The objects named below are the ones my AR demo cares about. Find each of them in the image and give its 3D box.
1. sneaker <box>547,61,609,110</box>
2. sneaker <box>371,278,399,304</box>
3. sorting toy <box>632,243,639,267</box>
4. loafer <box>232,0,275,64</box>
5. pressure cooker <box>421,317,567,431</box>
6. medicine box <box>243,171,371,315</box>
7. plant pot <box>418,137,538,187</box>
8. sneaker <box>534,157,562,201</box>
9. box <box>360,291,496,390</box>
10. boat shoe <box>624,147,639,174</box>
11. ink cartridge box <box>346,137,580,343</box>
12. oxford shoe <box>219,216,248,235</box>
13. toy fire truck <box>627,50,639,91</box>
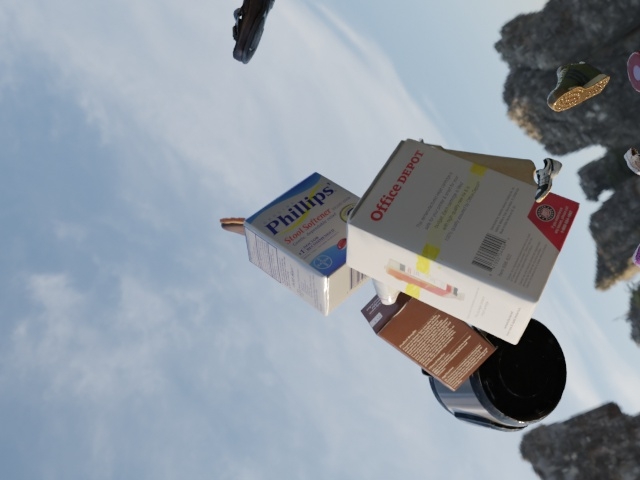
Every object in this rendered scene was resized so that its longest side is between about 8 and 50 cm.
[{"bbox_3d":[0.556,-0.352,1.552,0.192,0.064,0.086,-24,-120,-28],"label":"sneaker"},{"bbox_3d":[0.180,0.060,1.932,0.305,0.114,0.152,-74,-23,-60],"label":"sneaker"},{"bbox_3d":[0.726,0.082,1.222,0.365,0.126,0.127,34,-176,-9],"label":"sorting toy"},{"bbox_3d":[-0.190,-0.608,1.853,0.095,0.109,0.302,18,-110,0],"label":"loafer"},{"bbox_3d":[0.578,0.443,2.359,0.375,0.420,0.370,-37,-87,-23],"label":"pressure cooker"},{"bbox_3d":[0.000,0.000,1.737,0.289,0.149,0.263,33,-125,30],"label":"medicine box"},{"bbox_3d":[0.415,-0.109,1.872,0.334,0.305,0.334,1,-90,-85],"label":"plant pot"},{"bbox_3d":[0.395,-0.109,1.229,0.037,0.083,0.032,28,171,0],"label":"sneaker"},{"bbox_3d":[0.319,0.264,2.031,0.381,0.191,0.143,39,-172,-33],"label":"box"},{"bbox_3d":[0.814,-0.206,1.781,0.035,0.035,0.100,17,-144,-6],"label":"boat shoe"},{"bbox_3d":[0.280,-0.011,1.400,0.385,0.160,0.279,25,-124,17],"label":"ink cartridge box"},{"bbox_3d":[-0.151,-0.003,1.909,0.271,0.098,0.097,14,-178,-6],"label":"oxford shoe"},{"bbox_3d":[0.857,-0.350,1.590,0.302,0.169,0.254,94,161,-87],"label":"toy fire truck"}]
